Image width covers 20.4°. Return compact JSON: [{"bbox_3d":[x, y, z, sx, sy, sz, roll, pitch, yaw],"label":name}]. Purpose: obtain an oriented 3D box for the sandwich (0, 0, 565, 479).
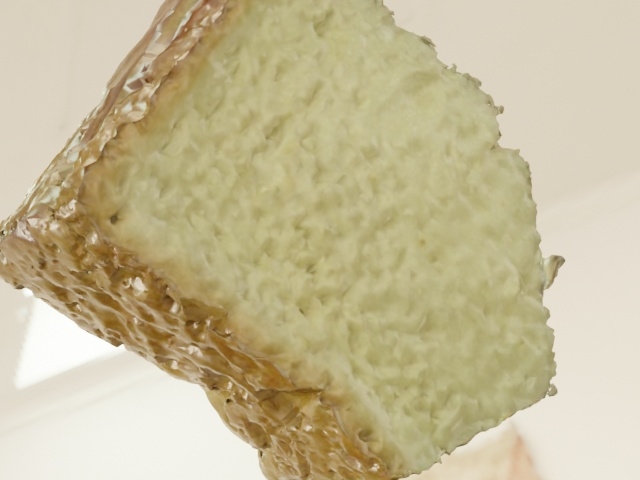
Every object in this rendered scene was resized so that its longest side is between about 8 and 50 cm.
[{"bbox_3d":[0.000,0.000,1.079,0.131,0.325,0.262,-28,26,55],"label":"sandwich"}]
